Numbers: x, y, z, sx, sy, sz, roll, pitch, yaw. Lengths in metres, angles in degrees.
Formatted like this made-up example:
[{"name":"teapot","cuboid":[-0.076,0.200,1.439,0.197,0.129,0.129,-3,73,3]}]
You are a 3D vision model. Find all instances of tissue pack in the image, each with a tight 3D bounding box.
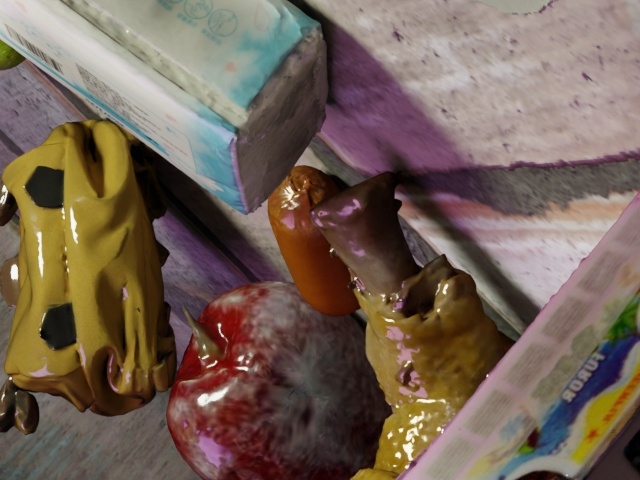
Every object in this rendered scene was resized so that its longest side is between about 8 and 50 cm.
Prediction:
[{"name":"tissue pack","cuboid":[-0.128,-0.154,1.303,0.271,0.124,0.201,35,165,10]}]

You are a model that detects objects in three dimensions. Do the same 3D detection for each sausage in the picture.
[{"name":"sausage","cuboid":[0.000,0.000,1.575,0.076,0.076,0.197,36,165,28]}]

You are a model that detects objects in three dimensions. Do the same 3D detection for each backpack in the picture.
[{"name":"backpack","cuboid":[-0.264,0.041,2.014,0.201,0.353,0.378,-2,170,-4]}]

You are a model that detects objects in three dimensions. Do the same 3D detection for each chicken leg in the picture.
[{"name":"chicken leg","cuboid":[0.093,0.144,1.399,0.182,0.295,0.409,1,128,45]}]

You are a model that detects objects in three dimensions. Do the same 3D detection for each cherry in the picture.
[{"name":"cherry","cuboid":[-0.036,0.169,1.899,0.300,0.230,0.203,30,158,-22]}]

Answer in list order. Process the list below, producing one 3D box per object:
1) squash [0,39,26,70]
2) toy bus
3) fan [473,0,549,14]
[{"name":"squash","cuboid":[-0.359,-0.224,1.911,0.095,0.095,0.188,48,163,-23]},{"name":"toy bus","cuboid":[0.148,0.097,0.965,0.112,0.274,0.090,29,164,49]},{"name":"fan","cuboid":[-0.017,-0.229,0.986,0.415,0.012,0.233,30,162,43]}]
